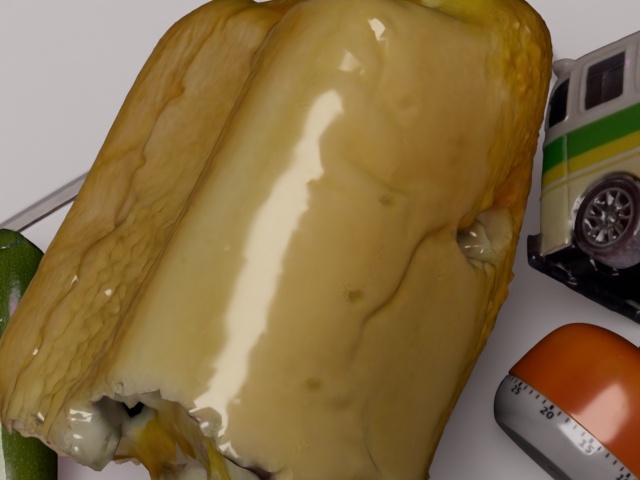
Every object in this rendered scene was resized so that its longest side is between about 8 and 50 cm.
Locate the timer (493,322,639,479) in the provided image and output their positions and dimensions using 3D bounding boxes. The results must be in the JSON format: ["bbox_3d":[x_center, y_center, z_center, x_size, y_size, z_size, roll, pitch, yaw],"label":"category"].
[{"bbox_3d":[0.190,0.107,1.230,0.136,0.099,0.136,-1,70,3],"label":"timer"}]

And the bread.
[{"bbox_3d":[0.000,0.000,1.213,0.361,0.250,0.394,0,62,64],"label":"bread"}]

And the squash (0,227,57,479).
[{"bbox_3d":[-0.227,0.145,1.358,0.087,0.087,0.331,-7,70,16],"label":"squash"}]

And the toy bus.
[{"bbox_3d":[0.288,-0.071,1.178,0.305,0.143,0.179,-22,54,40],"label":"toy bus"}]
